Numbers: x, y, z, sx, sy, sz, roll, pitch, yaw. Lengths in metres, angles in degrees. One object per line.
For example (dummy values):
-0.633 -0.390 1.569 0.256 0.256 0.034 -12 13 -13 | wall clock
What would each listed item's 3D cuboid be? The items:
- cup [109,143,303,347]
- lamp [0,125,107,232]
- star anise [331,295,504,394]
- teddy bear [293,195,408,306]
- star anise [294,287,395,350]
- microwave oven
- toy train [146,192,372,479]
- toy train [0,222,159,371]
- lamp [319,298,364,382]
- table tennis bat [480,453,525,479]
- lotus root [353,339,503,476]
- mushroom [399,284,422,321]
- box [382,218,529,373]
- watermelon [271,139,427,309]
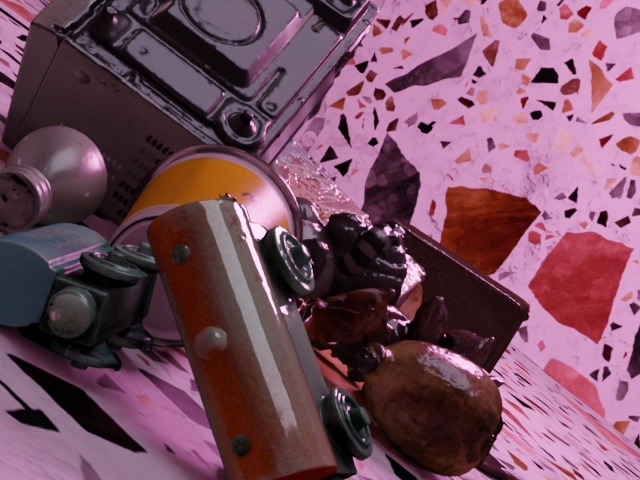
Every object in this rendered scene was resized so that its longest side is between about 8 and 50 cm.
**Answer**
-0.126 0.009 1.480 0.196 0.196 0.279 37 13 -1 | cup
-0.283 -0.056 1.467 0.106 0.106 0.193 37 16 -2 | lamp
0.112 0.140 1.803 0.197 0.212 0.073 51 37 -28 | star anise
0.002 0.016 1.814 0.251 0.144 0.171 11 -14 -28 | teddy bear
-0.021 0.099 1.692 0.196 0.111 0.212 19 24 37 | star anise
-0.160 -0.227 1.808 0.333 0.247 0.394 35 47 -1 | microwave oven
-0.057 0.093 1.192 0.177 0.116 0.285 23 44 -65 | toy train
-0.214 0.036 1.219 0.159 0.101 0.248 21 5 4 | toy train
0.019 0.120 1.925 0.163 0.091 0.091 55 13 22 | lamp
0.262 0.266 1.979 0.170 0.119 0.107 36 7 3 | table tennis bat
0.126 0.187 1.701 0.214 0.138 0.138 41 5 -15 | lotus root
0.014 0.023 2.303 0.351 0.122 0.095 32 40 24 | mushroom
0.183 0.109 2.377 0.273 0.184 0.143 34 6 12 | box
0.000 0.000 2.158 0.305 0.180 0.224 48 -10 10 | watermelon
